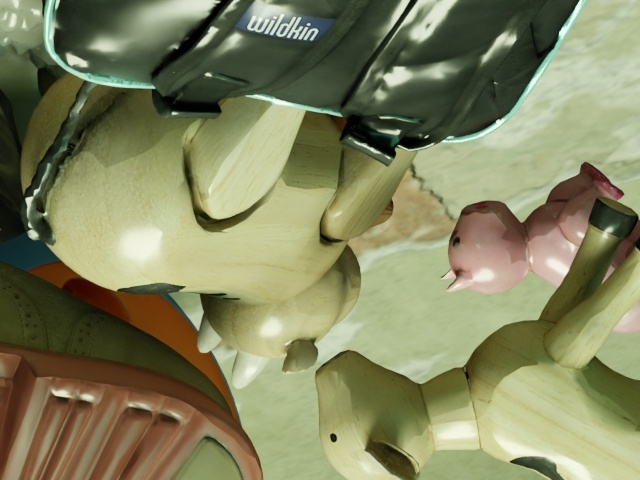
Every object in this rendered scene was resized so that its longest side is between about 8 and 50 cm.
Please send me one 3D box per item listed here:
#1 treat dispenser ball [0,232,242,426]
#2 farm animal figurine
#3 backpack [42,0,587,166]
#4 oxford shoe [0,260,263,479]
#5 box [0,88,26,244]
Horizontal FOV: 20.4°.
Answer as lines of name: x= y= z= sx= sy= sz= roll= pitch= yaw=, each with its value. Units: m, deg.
treat dispenser ball: x=-0.179 y=0.129 z=0.911 sx=0.288 sy=0.288 sz=0.288 roll=-15 pitch=149 yaw=-9
farm animal figurine: x=0.000 y=0.000 z=0.744 sx=0.326 sy=0.330 sz=0.172 roll=25 pitch=103 yaw=-44
backpack: x=0.017 y=-0.132 z=0.513 sx=0.165 sy=0.144 sz=0.188 roll=12 pitch=146 yaw=-21
oxford shoe: x=-0.196 y=0.048 z=0.711 sx=0.348 sy=0.130 sz=0.123 roll=24 pitch=103 yaw=-18
box: x=-0.361 y=-0.032 z=0.711 sx=0.395 sy=0.097 sz=0.318 roll=-25 pitch=142 yaw=8
